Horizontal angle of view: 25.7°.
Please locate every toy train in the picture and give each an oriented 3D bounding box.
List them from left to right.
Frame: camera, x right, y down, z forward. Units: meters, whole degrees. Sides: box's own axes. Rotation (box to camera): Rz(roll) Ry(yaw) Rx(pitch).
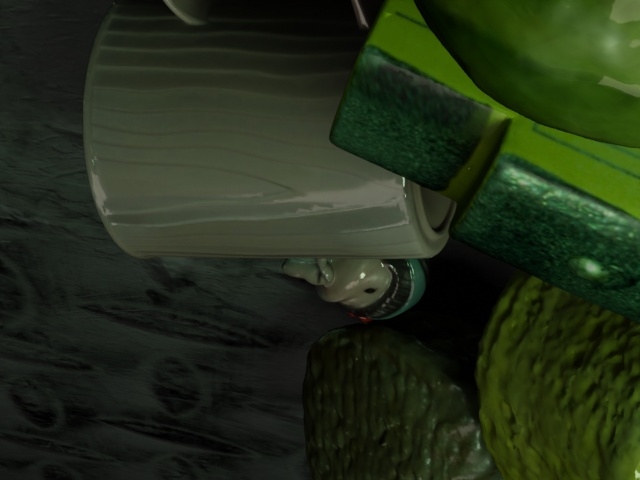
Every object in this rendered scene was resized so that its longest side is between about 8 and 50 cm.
[{"bbox_3d":[0.216,-0.090,0.892,0.442,0.272,0.179,24,158,0],"label":"toy train"}]

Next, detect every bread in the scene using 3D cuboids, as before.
[{"bbox_3d":[0.330,0.149,1.220,0.348,0.348,0.308,21,-170,-16],"label":"bread"}]

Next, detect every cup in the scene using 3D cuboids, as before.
[{"bbox_3d":[-0.033,-0.121,1.125,0.273,0.288,0.208,3,-171,19],"label":"cup"}]

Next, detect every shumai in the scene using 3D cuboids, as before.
[{"bbox_3d":[0.160,0.191,1.597,0.289,0.291,0.330,-7,170,-33],"label":"shumai"}]

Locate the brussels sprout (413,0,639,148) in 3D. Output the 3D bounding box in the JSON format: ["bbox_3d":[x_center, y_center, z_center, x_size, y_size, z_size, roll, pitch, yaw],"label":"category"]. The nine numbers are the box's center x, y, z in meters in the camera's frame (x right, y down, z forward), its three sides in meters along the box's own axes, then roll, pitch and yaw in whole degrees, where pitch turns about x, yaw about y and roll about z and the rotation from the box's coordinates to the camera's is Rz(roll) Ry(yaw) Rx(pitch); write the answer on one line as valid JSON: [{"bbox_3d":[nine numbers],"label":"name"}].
[{"bbox_3d":[0.184,-0.187,0.691,0.355,0.289,0.281,26,131,-25],"label":"brussels sprout"}]

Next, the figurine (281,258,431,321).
[{"bbox_3d":[0.000,0.000,1.429,0.245,0.110,0.138,30,160,-25],"label":"figurine"}]
